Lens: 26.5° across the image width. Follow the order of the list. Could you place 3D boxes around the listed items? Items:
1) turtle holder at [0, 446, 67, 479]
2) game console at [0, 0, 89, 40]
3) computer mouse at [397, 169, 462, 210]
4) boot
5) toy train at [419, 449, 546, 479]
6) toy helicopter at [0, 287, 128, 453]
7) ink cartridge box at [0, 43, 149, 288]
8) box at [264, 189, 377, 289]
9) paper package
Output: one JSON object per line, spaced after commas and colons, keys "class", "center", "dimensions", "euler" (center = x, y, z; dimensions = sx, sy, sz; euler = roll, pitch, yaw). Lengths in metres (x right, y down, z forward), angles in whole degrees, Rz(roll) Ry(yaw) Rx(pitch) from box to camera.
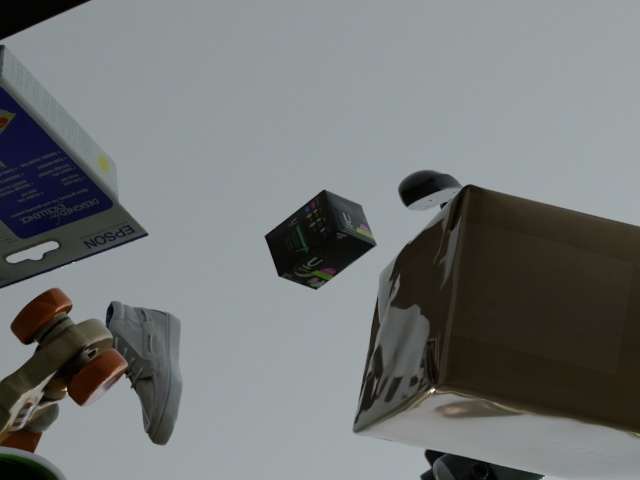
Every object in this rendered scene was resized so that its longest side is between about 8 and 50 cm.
{"class": "turtle holder", "center": [-0.343, 0.342, 1.425], "dimensions": [0.320, 0.243, 0.227], "euler": [34, -61, -18]}
{"class": "game console", "center": [-0.398, -0.420, 1.539], "dimensions": [0.342, 0.387, 0.060], "euler": [-23, 0, -2]}
{"class": "computer mouse", "center": [0.162, -0.067, 1.782], "dimensions": [0.071, 0.041, 0.242], "euler": [-27, -12, 20]}
{"class": "boot", "center": [-0.279, 0.196, 2.046], "dimensions": [0.123, 0.258, 0.095], "euler": [17, -57, -19]}
{"class": "toy train", "center": [0.267, 0.212, 1.597], "dimensions": [0.142, 0.334, 0.190], "euler": [59, -7, 9]}
{"class": "toy helicopter", "center": [-0.413, 0.233, 1.769], "dimensions": [0.140, 0.355, 0.235], "euler": [46, -16, 7]}
{"class": "ink cartridge box", "center": [-0.413, -0.071, 1.644], "dimensions": [0.303, 0.072, 0.307], "euler": [-18, -42, 20]}
{"class": "box", "center": [0.000, 0.000, 1.313], "dimensions": [0.083, 0.052, 0.062], "euler": [-37, -35, 25]}
{"class": "paper package", "center": [0.221, 0.105, 1.168], "dimensions": [0.324, 0.168, 0.309], "euler": [13, -18, -8]}
